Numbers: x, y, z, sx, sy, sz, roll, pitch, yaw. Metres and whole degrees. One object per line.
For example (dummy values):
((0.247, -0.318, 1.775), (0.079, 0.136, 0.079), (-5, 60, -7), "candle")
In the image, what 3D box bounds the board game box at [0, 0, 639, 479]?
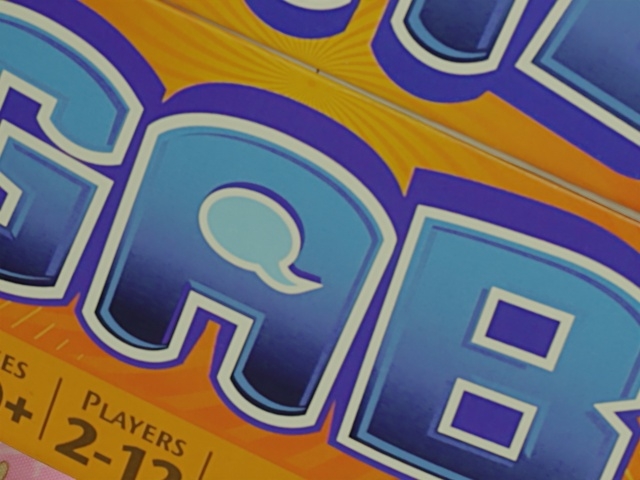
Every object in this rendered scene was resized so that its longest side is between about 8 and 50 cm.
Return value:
((0.037, -0.097, 0.524), (0.356, 0.356, 0.356), (-50, 164, -70), "board game box")

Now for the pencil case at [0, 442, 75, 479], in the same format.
((-0.234, 0.273, 0.673), (0.160, 0.167, 0.386), (14, -104, 62), "pencil case")
